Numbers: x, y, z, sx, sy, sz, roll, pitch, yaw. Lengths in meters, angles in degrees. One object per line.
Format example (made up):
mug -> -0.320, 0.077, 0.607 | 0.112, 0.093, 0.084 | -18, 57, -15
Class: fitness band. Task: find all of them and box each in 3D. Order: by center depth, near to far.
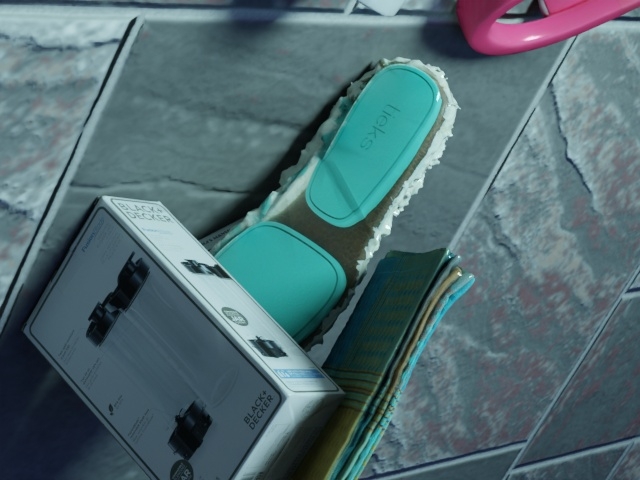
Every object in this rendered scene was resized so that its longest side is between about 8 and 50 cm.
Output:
fitness band -> 0.274, -0.271, 1.951 | 0.291, 0.054, 0.209 | -25, 165, 17

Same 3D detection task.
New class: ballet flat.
ballet flat -> 0.000, 0.000, 1.941 | 0.409, 0.147, 0.147 | -50, 151, -8

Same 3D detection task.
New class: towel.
towel -> 0.014, 0.175, 1.785 | 0.370, 0.040, 0.271 | -61, -171, -5

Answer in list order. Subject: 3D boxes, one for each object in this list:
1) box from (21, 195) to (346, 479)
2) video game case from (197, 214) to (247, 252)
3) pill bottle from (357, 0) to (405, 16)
box -> -0.130, 0.109, 1.790 | 0.087, 0.290, 0.169 | 3, 124, -54
video game case -> -0.111, 0.060, 2.018 | 0.173, 0.022, 0.190 | -29, 147, -26
pill bottle -> 0.085, -0.307, 1.701 | 0.208, 0.119, 0.119 | -54, 149, 15
